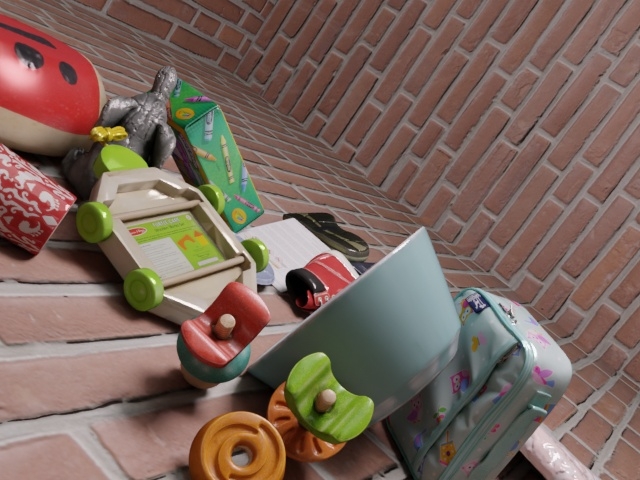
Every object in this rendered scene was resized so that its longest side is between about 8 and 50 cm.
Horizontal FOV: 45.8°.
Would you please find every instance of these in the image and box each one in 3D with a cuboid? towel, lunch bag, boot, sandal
[{"bbox_3d":[0.409,0.378,1.316,0.317,0.053,0.332,39,5,-42],"label":"towel"},{"bbox_3d":[0.217,0.215,1.081,0.108,0.279,0.224,24,18,-22],"label":"lunch bag"},{"bbox_3d":[0.047,0.132,1.400,0.244,0.088,0.176,44,29,11],"label":"boot"},{"bbox_3d":[-0.001,0.001,1.727,0.120,0.086,0.303,-2,22,-28],"label":"sandal"}]

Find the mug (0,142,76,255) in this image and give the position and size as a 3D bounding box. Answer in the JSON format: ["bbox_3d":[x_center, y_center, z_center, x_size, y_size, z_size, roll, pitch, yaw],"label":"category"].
[{"bbox_3d":[-0.406,-0.071,0.969,0.169,0.113,0.150,34,15,-15],"label":"mug"}]

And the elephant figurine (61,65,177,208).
[{"bbox_3d":[-0.314,-0.173,1.254,0.186,0.239,0.169,43,16,32],"label":"elephant figurine"}]

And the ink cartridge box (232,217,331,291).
[{"bbox_3d":[-0.074,0.041,1.542,0.189,0.066,0.232,41,36,24],"label":"ink cartridge box"}]

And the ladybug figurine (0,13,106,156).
[{"bbox_3d":[-0.530,-0.276,1.269,0.305,0.162,0.449,40,14,20],"label":"ladybug figurine"}]

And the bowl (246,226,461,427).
[{"bbox_3d":[0.070,0.137,1.037,0.163,0.311,0.311,50,15,4],"label":"bowl"}]

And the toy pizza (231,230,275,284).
[{"bbox_3d":[-0.171,0.024,1.361,0.201,0.032,0.201,33,12,-8],"label":"toy pizza"}]

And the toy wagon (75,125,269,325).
[{"bbox_3d":[-0.234,-0.025,1.119,0.344,0.068,0.267,50,29,14],"label":"toy wagon"}]

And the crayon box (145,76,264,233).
[{"bbox_3d":[-0.221,-0.161,1.456,0.165,0.081,0.278,38,-22,39],"label":"crayon box"}]

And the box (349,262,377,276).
[{"bbox_3d":[0.120,0.126,1.566,0.156,0.093,0.158,40,15,22],"label":"box"}]

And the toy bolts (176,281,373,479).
[{"bbox_3d":[-0.094,0.189,0.863,0.218,0.158,0.228,-36,78,-33],"label":"toy bolts"}]
